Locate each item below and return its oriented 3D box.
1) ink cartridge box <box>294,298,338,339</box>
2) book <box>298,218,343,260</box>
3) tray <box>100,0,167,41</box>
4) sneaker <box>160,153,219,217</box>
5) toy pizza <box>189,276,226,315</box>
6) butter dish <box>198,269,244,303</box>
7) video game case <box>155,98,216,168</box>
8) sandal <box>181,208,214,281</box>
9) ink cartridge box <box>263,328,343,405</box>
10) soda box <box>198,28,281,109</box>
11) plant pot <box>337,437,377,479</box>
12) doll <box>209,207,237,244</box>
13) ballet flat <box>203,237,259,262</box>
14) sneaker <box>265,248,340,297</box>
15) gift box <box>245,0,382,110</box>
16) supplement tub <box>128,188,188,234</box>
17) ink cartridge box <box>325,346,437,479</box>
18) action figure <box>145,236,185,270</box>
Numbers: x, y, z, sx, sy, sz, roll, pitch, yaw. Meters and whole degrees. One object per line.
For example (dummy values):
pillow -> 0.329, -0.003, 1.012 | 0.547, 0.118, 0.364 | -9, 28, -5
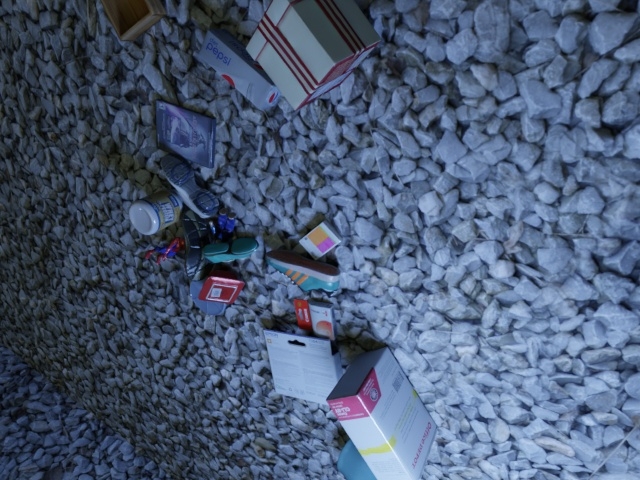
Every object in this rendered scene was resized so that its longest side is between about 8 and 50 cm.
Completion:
ink cartridge box -> -0.026, 0.308, 1.797 | 0.179, 0.045, 0.145 | 2, 113, 26
book -> 0.000, 0.000, 1.640 | 0.096, 0.035, 0.144 | 50, 127, -4
tray -> -0.700, -0.928, 1.566 | 0.203, 0.076, 0.411 | -15, 105, 34
sneaker -> -0.526, -0.201, 1.794 | 0.297, 0.111, 0.129 | 54, 148, -3
toy pizza -> -0.496, 0.241, 2.040 | 0.201, 0.032, 0.201 | 12, 117, 24
butter dish -> -0.417, 0.176, 1.920 | 0.160, 0.118, 0.160 | 12, 132, -27
video game case -> -0.516, -0.405, 1.744 | 0.274, 0.026, 0.196 | 23, 122, 20
sandal -> -0.512, 0.017, 1.895 | 0.086, 0.120, 0.302 | 3, 97, 61
ink cartridge box -> -0.065, 0.515, 1.905 | 0.324, 0.071, 0.330 | 3, 111, 29
soda box -> -0.252, -0.553, 1.478 | 0.286, 0.091, 0.098 | 43, 127, 6
plant pot -> 0.217, 0.912, 1.832 | 0.255, 0.272, 0.271 | 23, 124, 37
doll -> -0.390, -0.044, 1.832 | 0.129, 0.046, 0.189 | 27, 131, 5
ballet flat -> -0.344, 0.043, 1.827 | 0.247, 0.083, 0.087 | -7, 145, 17
sneaker -> -0.075, 0.127, 1.697 | 0.302, 0.108, 0.121 | 19, 117, 20
gift box -> -0.023, -0.554, 1.258 | 0.258, 0.276, 0.255 | 51, 140, -6
supplement tub -> -0.648, -0.121, 1.847 | 0.144, 0.200, 0.144 | 13, 119, 24
ink cartridge box -> 0.231, 0.631, 1.658 | 0.160, 0.279, 0.384 | -27, 98, 37
action figure -> -0.654, 0.072, 1.986 | 0.280, 0.139, 0.091 | -22, 142, 34
